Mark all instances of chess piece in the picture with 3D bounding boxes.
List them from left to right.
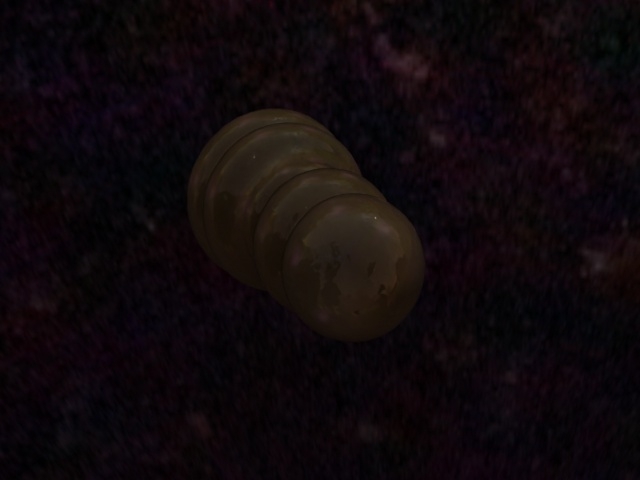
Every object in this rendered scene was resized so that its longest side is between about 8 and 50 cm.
[{"bbox_3d":[0.000,0.000,0.857,0.094,0.094,0.170,-30,27,-9],"label":"chess piece"}]
